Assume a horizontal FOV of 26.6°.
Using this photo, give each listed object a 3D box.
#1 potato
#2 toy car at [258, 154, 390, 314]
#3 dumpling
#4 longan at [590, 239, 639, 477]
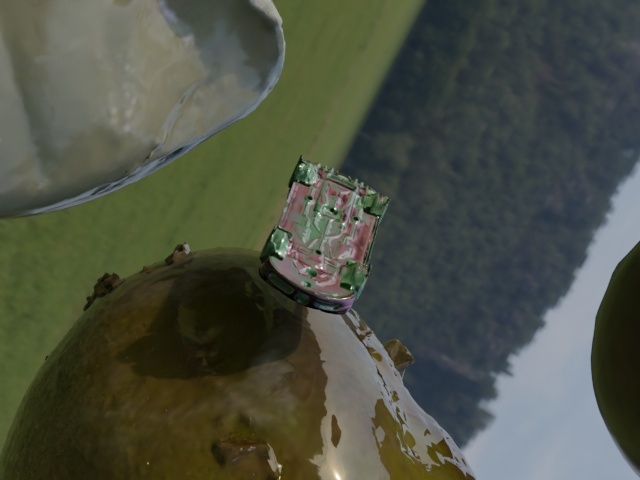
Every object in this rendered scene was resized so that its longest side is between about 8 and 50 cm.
[{"bbox_3d":[-0.042,0.181,0.986,0.442,0.385,0.319,-128,-136,-54],"label":"potato"},{"bbox_3d":[0.000,0.000,0.891,0.142,0.069,0.055,-71,-173,-53],"label":"toy car"},{"bbox_3d":[-0.220,-0.155,0.935,0.315,0.395,0.233,98,-6,-54],"label":"dumpling"},{"bbox_3d":[0.388,0.094,1.207,0.350,0.288,0.288,111,3,-46],"label":"longan"}]
